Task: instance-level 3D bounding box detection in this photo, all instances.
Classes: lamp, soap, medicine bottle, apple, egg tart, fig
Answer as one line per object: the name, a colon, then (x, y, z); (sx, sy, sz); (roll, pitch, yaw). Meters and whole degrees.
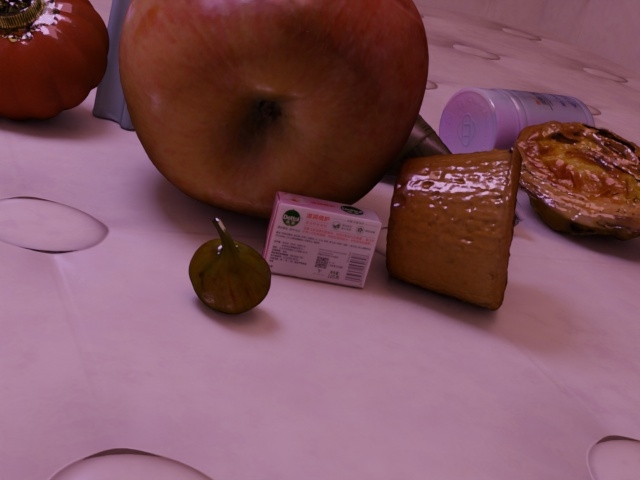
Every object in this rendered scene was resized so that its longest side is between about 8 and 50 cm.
lamp: (-0.411, -0.271, 1.437); (0.223, 0.196, 0.223); (-2, 54, 2)
soap: (-0.250, -0.314, 1.549); (0.088, 0.265, 0.160); (25, 23, 23)
medicine bottle: (0.351, -0.192, 1.807); (0.254, 0.152, 0.152); (0, 26, -36)
apple: (-0.059, -0.207, 1.278); (0.392, 0.391, 0.346); (12, 36, -8)
egg tart: (0.434, -0.077, 1.636); (0.297, 0.132, 0.297); (8, 36, -6)
egg tart: (0.161, -0.025, 1.217); (0.147, 0.202, 0.202); (9, 20, 10)
fig: (-0.091, 0.030, 1.032); (0.082, 0.098, 0.084); (-14, 65, -12)

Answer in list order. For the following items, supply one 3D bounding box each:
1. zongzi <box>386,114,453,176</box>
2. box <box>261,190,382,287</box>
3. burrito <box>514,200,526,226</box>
zongzi: (0.065, -0.157, 1.579); (0.286, 0.138, 0.300); (-7, 39, -36)
box: (0.000, 0.000, 1.178); (0.125, 0.089, 0.043); (12, 21, -13)
burrito: (0.258, -0.075, 1.577); (0.064, 0.064, 0.203); (9, 21, -16)
